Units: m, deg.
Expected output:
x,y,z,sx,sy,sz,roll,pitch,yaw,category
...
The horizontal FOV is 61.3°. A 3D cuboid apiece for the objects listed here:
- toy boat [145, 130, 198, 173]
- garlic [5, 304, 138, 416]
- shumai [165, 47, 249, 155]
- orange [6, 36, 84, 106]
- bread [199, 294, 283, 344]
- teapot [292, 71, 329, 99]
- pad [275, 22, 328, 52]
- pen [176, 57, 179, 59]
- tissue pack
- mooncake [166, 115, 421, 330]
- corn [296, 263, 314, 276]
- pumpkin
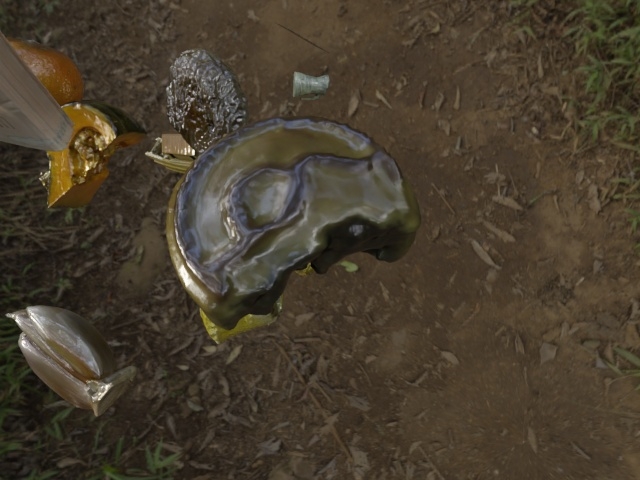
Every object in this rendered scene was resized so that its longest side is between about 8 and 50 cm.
x,y,z,sx,sy,sz,roll,pitch,yaw,category
-0.405,-0.271,1.680,0.445,0.162,0.136,12,68,45,toy boat
-0.582,0.279,1.274,0.325,0.132,0.279,37,129,13,garlic
-0.219,-0.295,1.181,0.184,0.185,0.218,-39,85,32,shumai
-0.645,-0.359,1.202,0.224,0.224,0.170,30,112,27,orange
-0.175,0.116,1.168,0.170,0.197,0.197,-11,67,3,bread
-0.022,-0.354,1.243,0.083,0.067,0.057,-3,44,-9,teapot
-0.054,-0.601,1.602,0.003,0.157,0.112,-61,38,15,pad
-0.454,-0.608,2.009,0.053,0.197,0.032,-56,17,-22,pen
-0.437,-0.213,0.628,0.170,0.325,0.071,12,72,2,tissue pack
-0.048,-0.014,0.915,0.393,0.246,0.394,23,66,6,mooncake
0.000,0.000,1.511,0.080,0.080,0.231,16,63,25,corn
-0.456,-0.173,1.032,0.248,0.131,0.126,-41,95,19,pumpkin
